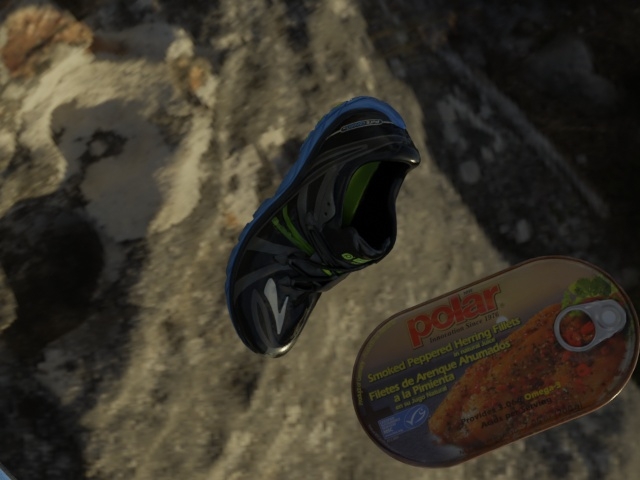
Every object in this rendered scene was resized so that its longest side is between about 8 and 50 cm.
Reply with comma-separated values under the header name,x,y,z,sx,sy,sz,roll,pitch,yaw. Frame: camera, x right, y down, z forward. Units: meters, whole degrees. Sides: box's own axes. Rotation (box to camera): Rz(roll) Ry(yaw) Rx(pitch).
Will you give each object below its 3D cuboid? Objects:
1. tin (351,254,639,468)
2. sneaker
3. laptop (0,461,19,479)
name,x,y,z,sx,sy,sz,roll,pitch,yaw
tin,0.113,0.079,0.905,0.190,0.040,0.106,-21,80,3
sneaker,0.000,0.000,0.884,0.067,0.078,0.188,13,116,-41
laptop,-0.309,0.269,0.683,0.382,0.236,0.408,-34,65,4
